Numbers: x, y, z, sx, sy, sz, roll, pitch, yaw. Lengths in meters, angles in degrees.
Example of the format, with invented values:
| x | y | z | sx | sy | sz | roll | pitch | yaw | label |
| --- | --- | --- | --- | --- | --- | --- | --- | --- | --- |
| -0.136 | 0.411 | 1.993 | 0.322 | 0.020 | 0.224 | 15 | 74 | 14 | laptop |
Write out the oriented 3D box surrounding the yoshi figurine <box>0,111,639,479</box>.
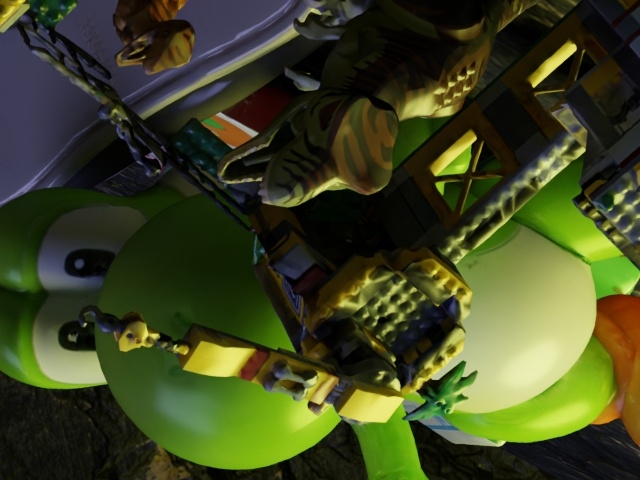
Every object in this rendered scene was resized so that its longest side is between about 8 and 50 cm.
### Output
| x | y | z | sx | sy | sz | roll | pitch | yaw | label |
| --- | --- | --- | --- | --- | --- | --- | --- | --- | --- |
| 0.039 | 0.036 | 0.829 | 0.362 | 0.203 | 0.203 | 0 | 155 | -25 | yoshi figurine |

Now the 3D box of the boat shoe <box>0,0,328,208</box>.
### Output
| x | y | z | sx | sy | sz | roll | pitch | yaw | label |
| --- | --- | --- | --- | --- | --- | --- | --- | --- | --- |
| -0.091 | -0.082 | 0.853 | 0.335 | 0.112 | 0.095 | -21 | 177 | 38 | boat shoe |

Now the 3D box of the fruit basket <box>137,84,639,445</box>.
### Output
| x | y | z | sx | sy | sz | roll | pitch | yaw | label |
| --- | --- | --- | --- | --- | --- | --- | --- | --- | --- |
| 0.000 | 0.000 | 1.181 | 0.353 | 0.165 | 0.327 | 22 | 172 | -6 | fruit basket |

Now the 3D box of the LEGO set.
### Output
| x | y | z | sx | sy | sz | roll | pitch | yaw | label |
| --- | --- | --- | --- | --- | --- | --- | --- | --- | --- |
| 0.023 | -0.053 | 0.547 | 0.331 | 0.255 | 0.192 | 51 | -174 | -40 | LEGO set |
